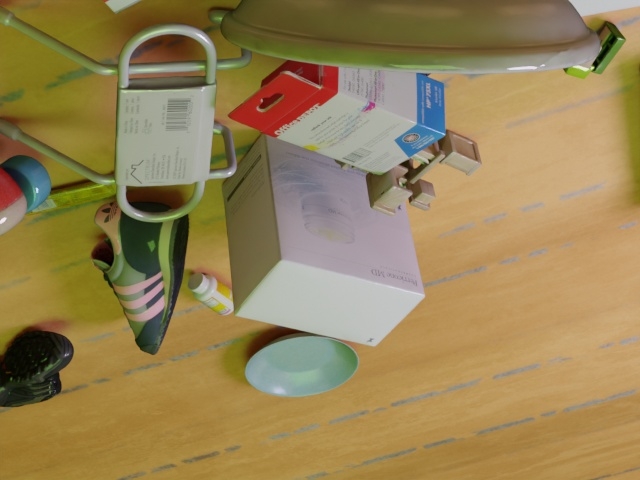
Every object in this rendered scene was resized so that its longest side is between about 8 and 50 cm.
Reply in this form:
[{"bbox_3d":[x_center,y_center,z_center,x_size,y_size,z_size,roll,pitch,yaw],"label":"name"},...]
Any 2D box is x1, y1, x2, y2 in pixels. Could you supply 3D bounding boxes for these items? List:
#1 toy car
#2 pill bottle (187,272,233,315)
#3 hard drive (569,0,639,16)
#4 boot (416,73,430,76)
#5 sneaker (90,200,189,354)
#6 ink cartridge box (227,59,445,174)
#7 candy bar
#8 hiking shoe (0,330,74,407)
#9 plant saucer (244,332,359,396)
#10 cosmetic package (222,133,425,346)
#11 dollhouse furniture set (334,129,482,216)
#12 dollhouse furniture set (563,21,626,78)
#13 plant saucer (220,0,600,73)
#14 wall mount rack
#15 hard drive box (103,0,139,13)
[{"bbox_3d":[-0.495,-0.097,1.540,0.210,0.219,0.238,-14,109,27],"label":"toy car"},{"bbox_3d":[-0.167,0.080,1.916,0.043,0.043,0.083,-26,139,22],"label":"pill bottle"},{"bbox_3d":[0.358,-0.356,1.390,0.352,0.047,0.233,-9,145,13],"label":"hard drive"},{"bbox_3d":[0.105,-0.212,1.553,0.190,0.069,0.086,-15,152,38],"label":"boot"},{"bbox_3d":[-0.271,0.049,1.825,0.131,0.112,0.319,14,138,-1],"label":"sneaker"},{"bbox_3d":[0.019,-0.165,1.479,0.231,0.078,0.134,18,150,-31],"label":"ink cartridge box"},{"bbox_3d":[-0.350,-0.061,1.714,0.161,0.018,0.040,-12,140,6],"label":"candy bar"},{"bbox_3d":[-0.459,0.210,2.021,0.226,0.086,0.114,-29,152,34],"label":"hiking shoe"},{"bbox_3d":[-0.033,0.202,2.108,0.194,0.037,0.195,-5,143,-3],"label":"plant saucer"},{"bbox_3d":[0.000,0.000,1.688,0.224,0.225,0.138,14,138,-28],"label":"cosmetic package"},{"bbox_3d":[0.124,-0.073,1.666,0.181,0.161,0.101,20,135,-31],"label":"dollhouse furniture set"},{"bbox_3d":[0.302,-0.251,1.543,0.151,0.076,0.059,11,127,-26],"label":"dollhouse furniture set"},{"bbox_3d":[0.096,-0.257,1.306,0.400,0.400,0.101,0,108,-10],"label":"plant saucer"},{"bbox_3d":[-0.245,-0.169,1.510,0.304,0.131,0.350,-3,143,-13],"label":"wall mount rack"},{"bbox_3d":[-0.169,-0.365,1.284,0.232,0.089,0.181,-23,140,20],"label":"hard drive box"}]
